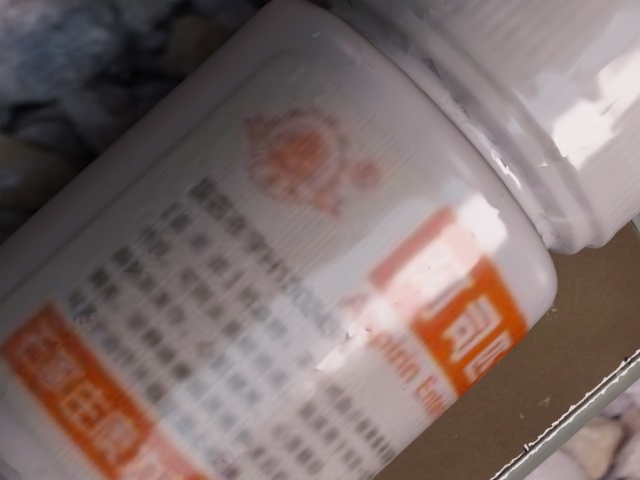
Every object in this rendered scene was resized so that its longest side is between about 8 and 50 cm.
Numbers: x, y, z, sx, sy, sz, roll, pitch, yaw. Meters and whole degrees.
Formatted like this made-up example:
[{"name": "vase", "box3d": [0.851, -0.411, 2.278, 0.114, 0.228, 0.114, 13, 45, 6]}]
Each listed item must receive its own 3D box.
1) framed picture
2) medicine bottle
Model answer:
[{"name": "framed picture", "box3d": [0.090, 0.058, 1.040, 0.274, 0.017, 0.217, -39, 120, -7]}, {"name": "medicine bottle", "box3d": [0.000, 0.000, 0.862, 0.371, 0.211, 0.211, -42, 121, -4]}]
